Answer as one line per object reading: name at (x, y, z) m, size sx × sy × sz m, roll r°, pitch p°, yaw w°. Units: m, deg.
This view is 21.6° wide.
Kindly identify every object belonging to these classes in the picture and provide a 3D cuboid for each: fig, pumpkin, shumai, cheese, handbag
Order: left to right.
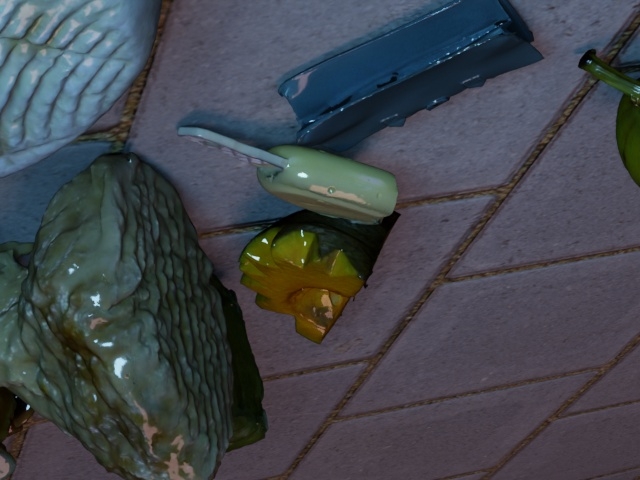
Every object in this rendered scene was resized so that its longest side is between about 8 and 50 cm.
shumai at (-0.235, 0.106, 1.552) m, size 0.262 × 0.314 × 0.267 m, roll -20°, pitch 170°, yaw 16°
cheese at (-0.028, -0.066, 1.587) m, size 0.255 × 0.050 × 0.127 m, roll 18°, pitch 174°, yaw -43°
pumpkin at (0.000, 0.000, 1.774) m, size 0.130 × 0.149 × 0.254 m, roll 29°, pitch 160°, yaw 1°
handbag at (0.083, -0.148, 1.517) m, size 0.221 × 0.057 × 0.144 m, roll -26°, pitch 164°, yaw 17°
fig at (0.357, -0.124, 1.665) m, size 0.142 × 0.148 × 0.186 m, roll -27°, pitch 159°, yaw 9°

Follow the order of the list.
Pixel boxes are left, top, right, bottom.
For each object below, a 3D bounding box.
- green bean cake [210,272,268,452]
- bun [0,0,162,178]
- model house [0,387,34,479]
green bean cake at (-0.148, 0.121, 1.773) m, size 0.113 × 0.200 × 0.214 m, roll -23°, pitch 159°, yaw 13°
bun at (-0.267, -0.160, 1.016) m, size 0.354 × 0.194 × 0.354 m, roll -13°, pitch 156°, yaw -6°
model house at (-0.420, 0.158, 1.675) m, size 0.199 × 0.220 × 0.229 m, roll -34°, pitch -161°, yaw 16°
